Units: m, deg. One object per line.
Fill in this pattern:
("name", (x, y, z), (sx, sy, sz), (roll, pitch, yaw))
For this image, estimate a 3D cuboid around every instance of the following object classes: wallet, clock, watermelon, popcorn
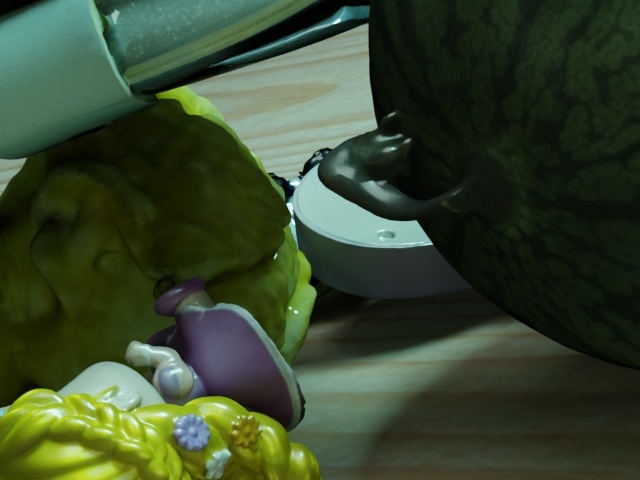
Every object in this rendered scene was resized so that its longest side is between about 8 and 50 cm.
("wallet", (-0.101, -0.083, 0.670), (0.250, 0.075, 0.176), (-19, 8, 10))
("clock", (0.086, -0.037, 0.831), (0.198, 0.064, 0.172), (-1, 28, 7))
("watermelon", (0.168, -0.091, 0.610), (0.359, 0.279, 0.279), (-32, 19, -26))
("popcorn", (-0.103, 0.024, 0.777), (0.195, 0.168, 0.173), (-32, -7, -2))

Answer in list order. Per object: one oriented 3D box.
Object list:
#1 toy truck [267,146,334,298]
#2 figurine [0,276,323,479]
("toy truck", (0.000, 0.000, 0.911), (0.111, 0.076, 0.077), (-25, -23, -30))
("figurine", (-0.073, 0.098, 0.598), (0.156, 0.095, 0.115), (-30, 57, -30))
